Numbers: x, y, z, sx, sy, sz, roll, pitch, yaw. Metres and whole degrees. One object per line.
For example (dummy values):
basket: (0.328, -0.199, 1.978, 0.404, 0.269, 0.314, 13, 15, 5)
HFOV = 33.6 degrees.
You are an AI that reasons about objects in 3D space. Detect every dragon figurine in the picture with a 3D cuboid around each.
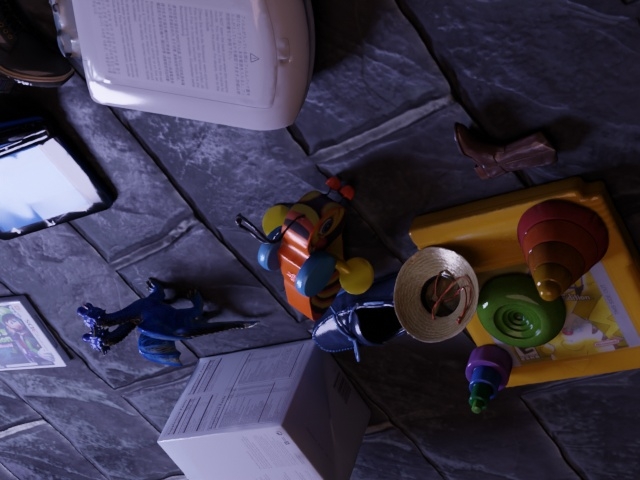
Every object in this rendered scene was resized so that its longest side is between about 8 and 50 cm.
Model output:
dragon figurine: (-0.255, 0.150, 1.758, 0.289, 0.144, 0.085, 17, 135, 8)

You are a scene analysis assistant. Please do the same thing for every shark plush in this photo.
shark plush: (-0.358, -0.317, 1.439, 0.067, 0.073, 0.161, 27, 153, 45)

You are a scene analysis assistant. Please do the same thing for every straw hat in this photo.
straw hat: (0.179, 0.080, 1.500, 0.144, 0.145, 0.061, -23, 159, 37)

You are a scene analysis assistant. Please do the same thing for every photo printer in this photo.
photo printer: (-0.157, -0.273, 1.352, 0.307, 0.107, 0.256, 10, 132, 14)

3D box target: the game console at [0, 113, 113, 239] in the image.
game console: (-0.524, -0.076, 1.655, 0.293, 0.250, 0.173, -15, 97, 33)

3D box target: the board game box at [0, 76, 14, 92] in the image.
board game box: (-0.525, -0.262, 1.528, 0.154, 0.103, 0.026, 30, 96, -5)

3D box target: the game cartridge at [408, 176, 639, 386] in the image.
game cartridge: (0.318, 0.069, 1.504, 0.285, 0.053, 0.324, -15, 124, 33)

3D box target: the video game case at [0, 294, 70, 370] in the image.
video game case: (-0.594, 0.180, 2.017, 0.190, 0.022, 0.173, -7, 127, 28)

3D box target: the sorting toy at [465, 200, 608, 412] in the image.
sorting toy: (0.273, 0.116, 1.449, 0.127, 0.126, 0.366, 23, 133, 4)

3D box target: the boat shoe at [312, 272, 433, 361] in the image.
boat shoe: (0.072, 0.117, 1.626, 0.109, 0.089, 0.258, 40, 134, -15)

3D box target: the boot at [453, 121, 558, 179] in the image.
boot: (0.241, -0.126, 1.366, 0.114, 0.037, 0.106, -12, 138, 35)

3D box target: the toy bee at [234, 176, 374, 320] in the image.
toy bee: (0.000, 0.000, 1.520, 0.195, 0.162, 0.298, 40, 167, 6)

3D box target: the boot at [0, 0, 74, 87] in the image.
boot: (-0.433, -0.304, 1.467, 0.197, 0.077, 0.137, 22, 130, 5)

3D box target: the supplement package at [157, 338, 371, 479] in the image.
supplement package: (-0.091, 0.317, 1.803, 0.262, 0.198, 0.199, -13, 125, 32)
